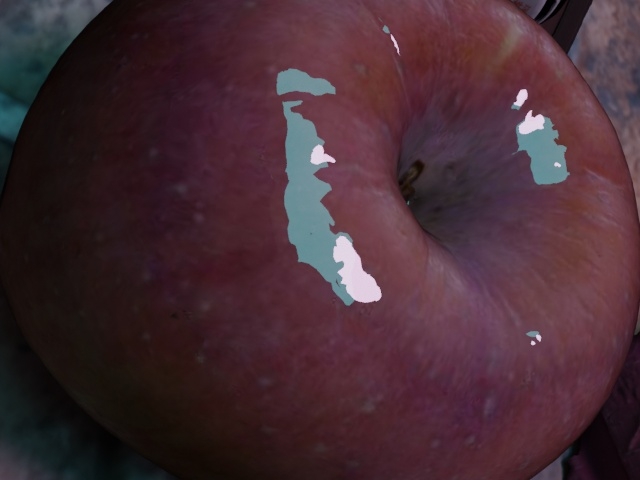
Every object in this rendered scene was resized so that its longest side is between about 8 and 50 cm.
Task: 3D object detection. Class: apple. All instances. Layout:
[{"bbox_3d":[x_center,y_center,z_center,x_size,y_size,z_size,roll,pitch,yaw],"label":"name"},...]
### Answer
[{"bbox_3d":[0.000,0.000,0.612,0.305,0.235,0.306,11,70,-31],"label":"apple"}]

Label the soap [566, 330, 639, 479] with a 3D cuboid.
[{"bbox_3d":[0.250,0.183,0.725,0.112,0.182,0.289,13,41,-28],"label":"soap"}]

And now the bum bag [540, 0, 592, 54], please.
[{"bbox_3d":[0.137,-0.168,0.893,0.109,0.026,0.159,36,62,-15],"label":"bum bag"}]

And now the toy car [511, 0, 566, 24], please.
[{"bbox_3d":[0.067,-0.212,0.812,0.108,0.089,0.210,-40,88,-31],"label":"toy car"}]
